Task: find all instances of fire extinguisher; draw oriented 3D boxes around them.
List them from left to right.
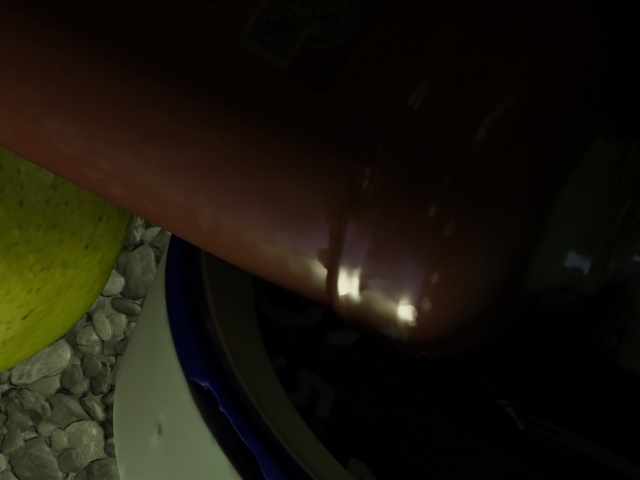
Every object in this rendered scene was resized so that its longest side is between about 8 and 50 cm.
[{"bbox_3d":[-0.014,-0.057,0.397,0.337,0.106,0.147,25,154,17],"label":"fire extinguisher"}]

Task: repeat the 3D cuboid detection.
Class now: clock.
[{"bbox_3d":[0.054,0.056,0.492,0.230,0.083,0.230,19,-145,-14],"label":"clock"}]

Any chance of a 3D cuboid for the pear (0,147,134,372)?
[{"bbox_3d":[-0.218,-0.049,0.722,0.294,0.294,0.294,27,178,1],"label":"pear"}]
